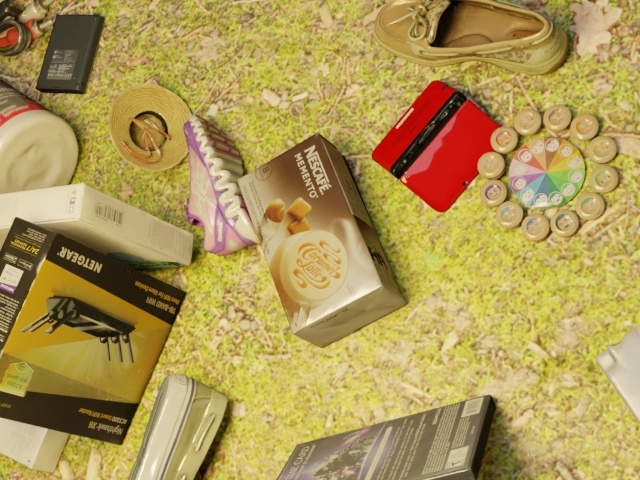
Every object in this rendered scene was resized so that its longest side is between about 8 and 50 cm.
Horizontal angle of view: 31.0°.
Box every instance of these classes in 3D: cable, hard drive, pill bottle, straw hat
[{"bbox_3d":[-0.569,-0.333,1.984,0.287,0.072,0.139,-31,60,26],"label":"cable"},{"bbox_3d":[-0.414,-0.309,1.910,0.094,0.022,0.135,6,76,28],"label":"hard drive"},{"bbox_3d":[-0.551,-0.181,1.845,0.318,0.176,0.176,31,89,30],"label":"pill bottle"},{"bbox_3d":[-0.266,-0.161,1.764,0.061,0.144,0.144,140,131,-59],"label":"straw hat"}]

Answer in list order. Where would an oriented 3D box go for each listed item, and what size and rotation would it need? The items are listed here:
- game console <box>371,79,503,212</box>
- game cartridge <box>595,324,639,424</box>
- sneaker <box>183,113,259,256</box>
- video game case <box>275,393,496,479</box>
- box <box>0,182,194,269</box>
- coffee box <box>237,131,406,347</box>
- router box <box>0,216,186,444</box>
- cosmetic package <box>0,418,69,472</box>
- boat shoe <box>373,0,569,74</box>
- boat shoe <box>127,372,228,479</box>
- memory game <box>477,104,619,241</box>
[{"bbox_3d":[0.160,-0.130,1.576,0.144,0.085,0.124,-50,29,3],"label":"game console"},{"bbox_3d":[0.487,0.131,1.309,0.294,0.060,0.196,-36,58,12],"label":"game cartridge"},{"bbox_3d":[-0.160,-0.075,1.673,0.104,0.095,0.236,-35,62,20],"label":"sneaker"},{"bbox_3d":[0.070,0.268,1.398,0.274,0.196,0.026,-19,102,20],"label":"video game case"},{"bbox_3d":[-0.377,-0.006,1.649,0.322,0.232,0.058,-4,71,34],"label":"box"},{"bbox_3d":[0.000,0.000,1.561,0.141,0.098,0.246,-28,64,15],"label":"coffee box"},{"bbox_3d":[-0.337,0.132,1.561,0.081,0.309,0.243,19,83,31],"label":"router box"},{"bbox_3d":[-0.396,0.212,1.707,0.099,0.060,0.239,19,83,32],"label":"cosmetic package"},{"bbox_3d":[0.194,-0.294,1.569,0.285,0.089,0.105,10,79,29],"label":"boat shoe"},{"bbox_3d":[-0.209,0.332,1.555,0.094,0.109,0.302,19,90,-13],"label":"boat shoe"},{"bbox_3d":[0.292,-0.089,1.490,0.186,0.012,0.186,-6,74,21],"label":"memory game"}]
